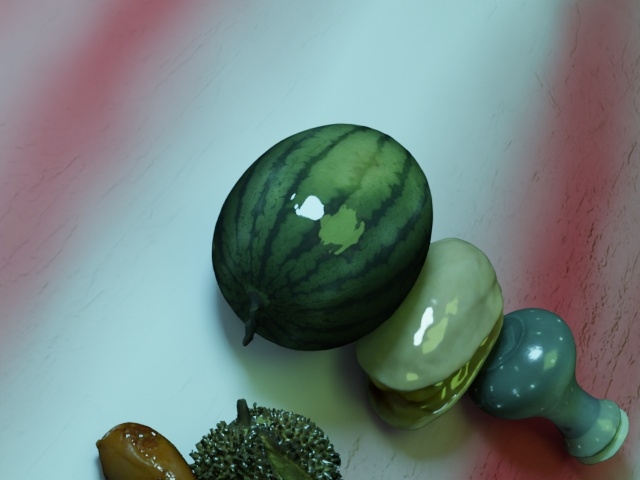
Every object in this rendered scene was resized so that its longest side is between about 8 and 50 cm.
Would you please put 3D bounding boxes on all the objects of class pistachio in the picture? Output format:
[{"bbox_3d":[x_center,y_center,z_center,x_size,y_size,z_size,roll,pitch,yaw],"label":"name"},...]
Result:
[{"bbox_3d":[0.156,0.121,1.743,0.187,0.187,0.299,42,54,-7],"label":"pistachio"}]

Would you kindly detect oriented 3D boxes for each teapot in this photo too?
[{"bbox_3d":[0.347,0.225,1.821,0.251,0.183,0.183,40,47,-22],"label":"teapot"}]

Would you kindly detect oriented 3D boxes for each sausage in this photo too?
[{"bbox_3d":[-0.196,0.281,1.426,0.089,0.089,0.179,-14,46,-40],"label":"sausage"}]

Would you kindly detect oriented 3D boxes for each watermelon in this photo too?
[{"bbox_3d":[0.000,0.000,1.630,0.279,0.279,0.359,46,49,-3],"label":"watermelon"}]

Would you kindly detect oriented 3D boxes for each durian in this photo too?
[{"bbox_3d":[-0.071,0.277,1.478,0.196,0.167,0.196,15,72,-58],"label":"durian"}]
